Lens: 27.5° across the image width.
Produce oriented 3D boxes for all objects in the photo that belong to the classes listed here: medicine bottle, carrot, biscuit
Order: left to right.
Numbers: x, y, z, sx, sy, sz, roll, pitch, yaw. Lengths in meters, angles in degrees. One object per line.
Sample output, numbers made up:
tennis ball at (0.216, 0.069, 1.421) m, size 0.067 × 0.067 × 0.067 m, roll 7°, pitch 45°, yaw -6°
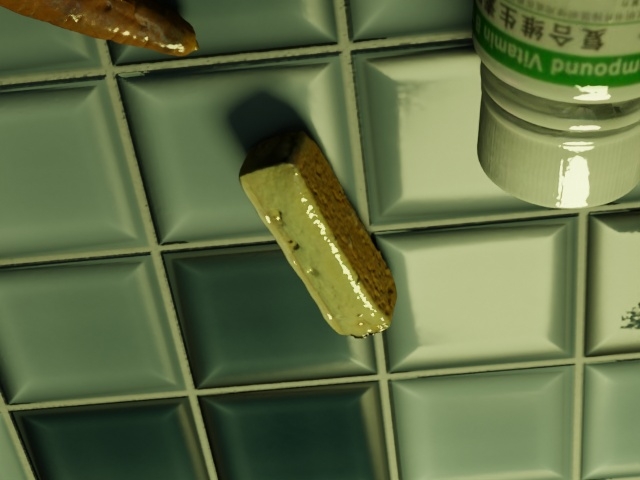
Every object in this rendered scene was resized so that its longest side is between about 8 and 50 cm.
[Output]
carrot at (-0.171, -0.167, 0.843) m, size 0.209 × 0.061 × 0.061 m, roll 23°, pitch 127°, yaw -24°
biscuit at (0.000, 0.000, 0.988) m, size 0.056 × 0.052 × 0.188 m, roll -7°, pitch 132°, yaw 27°
medicine bottle at (0.161, -0.145, 0.809) m, size 0.139 × 0.139 × 0.237 m, roll 0°, pitch 132°, yaw -1°
